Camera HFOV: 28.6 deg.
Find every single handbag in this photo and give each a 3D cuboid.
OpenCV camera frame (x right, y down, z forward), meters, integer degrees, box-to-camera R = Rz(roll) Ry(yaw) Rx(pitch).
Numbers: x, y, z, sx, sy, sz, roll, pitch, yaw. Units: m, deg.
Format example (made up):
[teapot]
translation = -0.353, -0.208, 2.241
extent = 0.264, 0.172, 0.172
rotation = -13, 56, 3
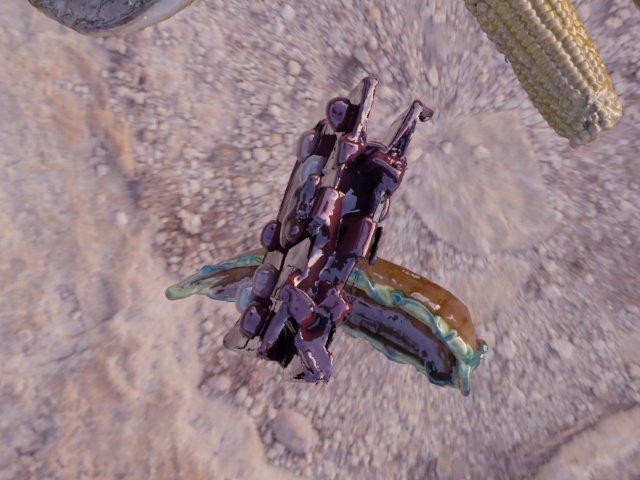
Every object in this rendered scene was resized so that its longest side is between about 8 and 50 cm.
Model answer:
[handbag]
translation = -0.003, -0.001, 0.900
extent = 0.074, 0.216, 0.203
rotation = 22, 82, -5

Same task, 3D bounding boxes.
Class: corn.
[corn]
translation = 0.169, -0.213, 1.107
extent = 0.086, 0.086, 0.288
rotation = -32, 88, 7

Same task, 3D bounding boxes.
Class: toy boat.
[toy boat]
translation = 0.011, 0.054, 1.141
extent = 0.293, 0.108, 0.099
rotation = 18, 61, 11

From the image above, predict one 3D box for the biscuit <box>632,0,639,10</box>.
[biscuit]
translation = 0.246, -0.240, 0.474
extent = 0.446, 0.104, 0.429
rotation = 18, 126, 45

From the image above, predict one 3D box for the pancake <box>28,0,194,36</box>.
[pancake]
translation = -0.096, -0.178, 0.658
extent = 0.158, 0.028, 0.158
rotation = -7, 70, 18
